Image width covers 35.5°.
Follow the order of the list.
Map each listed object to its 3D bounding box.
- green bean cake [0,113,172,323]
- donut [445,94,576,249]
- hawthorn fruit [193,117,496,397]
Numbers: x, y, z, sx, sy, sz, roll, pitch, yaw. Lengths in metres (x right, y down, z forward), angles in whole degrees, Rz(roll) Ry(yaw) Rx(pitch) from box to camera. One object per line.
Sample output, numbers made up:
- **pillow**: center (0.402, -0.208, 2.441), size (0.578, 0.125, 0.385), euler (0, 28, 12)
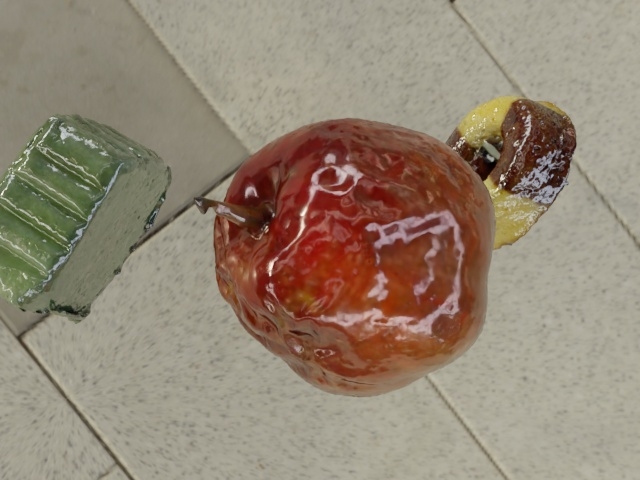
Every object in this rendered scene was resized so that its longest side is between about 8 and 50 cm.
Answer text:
- **green bean cake**: center (-0.275, -0.022, 1.119), size (0.125, 0.227, 0.222), euler (30, 91, 10)
- **donut**: center (0.198, -0.084, 1.123), size (0.073, 0.166, 0.184), euler (23, 119, -35)
- **hawthorn fruit**: center (0.000, 0.000, 0.719), size (0.243, 0.207, 0.207), euler (21, 75, -41)
